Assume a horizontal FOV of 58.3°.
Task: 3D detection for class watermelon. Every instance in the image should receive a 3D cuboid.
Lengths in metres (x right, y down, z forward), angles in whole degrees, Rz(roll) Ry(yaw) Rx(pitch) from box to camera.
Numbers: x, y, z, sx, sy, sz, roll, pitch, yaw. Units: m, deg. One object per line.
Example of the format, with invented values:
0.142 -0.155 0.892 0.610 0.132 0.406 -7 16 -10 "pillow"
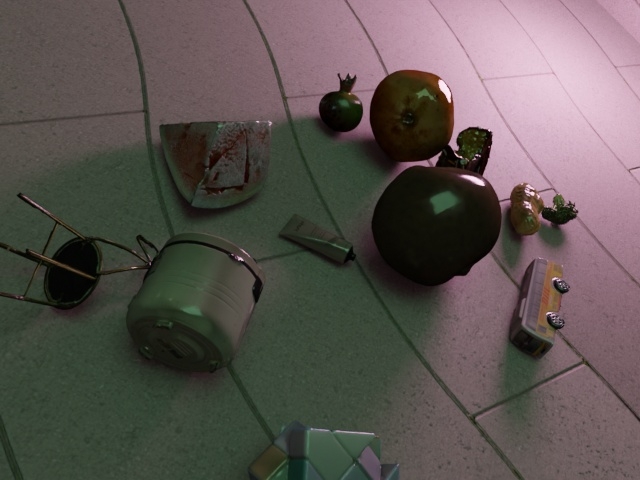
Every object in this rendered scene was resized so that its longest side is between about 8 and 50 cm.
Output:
-0.245 -0.225 1.340 0.213 0.201 0.261 -11 56 -38 "watermelon"

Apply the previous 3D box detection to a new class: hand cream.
0.000 0.000 1.372 0.186 0.054 0.087 27 46 7 "hand cream"

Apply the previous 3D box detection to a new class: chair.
-0.463 0.055 1.094 0.326 0.170 0.159 37 24 -56 "chair"

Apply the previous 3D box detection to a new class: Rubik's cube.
-0.007 0.423 0.962 0.265 0.213 0.224 15 65 -25 "Rubik's cube"

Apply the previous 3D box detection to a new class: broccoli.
0.705 -0.091 1.700 0.095 0.097 0.091 26 49 -57 "broccoli"

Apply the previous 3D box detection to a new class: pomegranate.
0.256 -0.351 1.601 0.229 0.251 0.270 -9 20 15 "pomegranate"
0.058 -0.381 1.605 0.130 0.159 0.129 -4 42 3 "pomegranate"

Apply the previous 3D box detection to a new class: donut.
0.385 -0.203 1.575 0.096 0.216 0.230 27 68 23 "donut"

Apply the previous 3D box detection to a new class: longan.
0.285 -0.043 1.370 0.350 0.288 0.288 -10 60 -33 "longan"

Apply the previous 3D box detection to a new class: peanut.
0.589 -0.086 1.644 0.094 0.083 0.194 17 50 -8 "peanut"

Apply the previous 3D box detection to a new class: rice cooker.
-0.231 0.111 1.085 0.226 0.226 0.244 21 53 -6 "rice cooker"

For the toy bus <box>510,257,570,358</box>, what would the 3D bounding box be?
0.551 0.163 1.446 0.106 0.092 0.268 24 50 8 "toy bus"
